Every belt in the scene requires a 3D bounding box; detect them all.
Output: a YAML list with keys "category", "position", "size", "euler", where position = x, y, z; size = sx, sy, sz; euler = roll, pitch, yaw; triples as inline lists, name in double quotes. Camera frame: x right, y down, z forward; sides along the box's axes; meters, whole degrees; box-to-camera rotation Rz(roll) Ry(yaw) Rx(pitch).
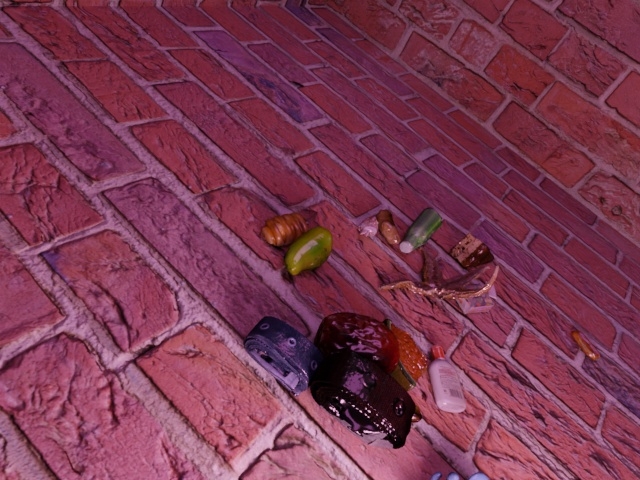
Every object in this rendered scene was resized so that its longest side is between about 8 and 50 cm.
- category: "belt"
  position: [0.107, 0.425, 1.306]
  size: [0.289, 0.184, 0.164]
  euler: [39, 47, -4]
- category: "belt"
  position: [-0.106, 0.311, 1.345]
  size: [0.218, 0.122, 0.128]
  euler: [39, 42, 6]

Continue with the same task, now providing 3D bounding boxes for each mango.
- category: "mango"
  position: [-0.039, 0.042, 1.684]
  size: [0.125, 0.111, 0.233]
  euler: [46, 49, -5]

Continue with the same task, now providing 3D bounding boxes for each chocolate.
- category: "chocolate"
  position: [0.411, -0.032, 2.087]
  size: [0.110, 0.110, 0.291]
  euler: [40, 41, 10]

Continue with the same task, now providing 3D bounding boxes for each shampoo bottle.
- category: "shampoo bottle"
  position: [0.396, 0.437, 1.605]
  size: [0.108, 0.051, 0.221]
  euler: [15, 41, -19]

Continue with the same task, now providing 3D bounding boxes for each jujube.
- category: "jujube"
  position: [0.110, 0.304, 1.449]
  size: [0.243, 0.183, 0.183]
  euler: [22, 39, -9]

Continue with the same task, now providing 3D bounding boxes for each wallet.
- category: "wallet"
  position: [0.715, 0.208, 2.098]
  size: [0.044, 0.011, 0.083]
  euler: [21, 40, -13]

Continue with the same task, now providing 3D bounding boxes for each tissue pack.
- category: "tissue pack"
  position: [0.595, 0.226, 1.958]
  size: [0.148, 0.060, 0.109]
  euler: [1, 46, -35]

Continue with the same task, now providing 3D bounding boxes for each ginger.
- category: "ginger"
  position: [0.273, -0.058, 2.035]
  size: [0.095, 0.069, 0.190]
  euler: [23, 36, -32]

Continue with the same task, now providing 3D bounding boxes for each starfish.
- category: "starfish"
  position: [0.463, 0.132, 1.883]
  size: [0.398, 0.132, 0.384]
  euler: [2, 26, 24]

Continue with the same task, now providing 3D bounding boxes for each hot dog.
- category: "hot dog"
  position: [1.107, 0.437, 2.097]
  size: [0.062, 0.038, 0.144]
  euler: [-4, 48, -33]

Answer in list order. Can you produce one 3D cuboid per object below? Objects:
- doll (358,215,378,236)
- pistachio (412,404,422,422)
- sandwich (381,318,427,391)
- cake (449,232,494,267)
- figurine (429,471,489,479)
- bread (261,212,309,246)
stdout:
- category: "doll"
  position: [0.194, -0.058, 1.974]
  size: [0.073, 0.084, 0.127]
  euler: [32, 30, 3]
- category: "pistachio"
  position: [0.214, 0.470, 1.450]
  size: [0.173, 0.049, 0.089]
  euler: [39, 17, 19]
- category: "sandwich"
  position: [0.243, 0.360, 1.575]
  size: [0.159, 0.079, 0.235]
  euler: [1, 50, -47]
- category: "cake"
  position: [0.696, 0.032, 2.177]
  size: [0.246, 0.135, 0.112]
  euler: [-7, 52, -39]
- category: "figurine"
  position: [0.346, 0.672, 1.243]
  size: [0.262, 0.154, 0.180]
  euler: [23, 50, -17]
- category: "bread"
  position: [-0.118, -0.039, 1.748]
  size: [0.177, 0.084, 0.119]
  euler: [-13, 56, -37]
